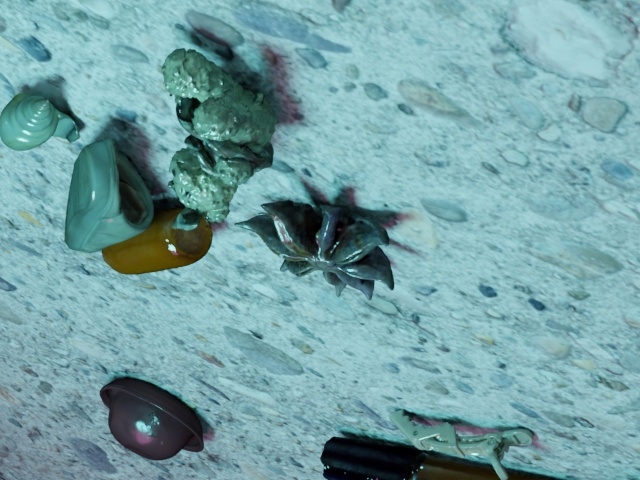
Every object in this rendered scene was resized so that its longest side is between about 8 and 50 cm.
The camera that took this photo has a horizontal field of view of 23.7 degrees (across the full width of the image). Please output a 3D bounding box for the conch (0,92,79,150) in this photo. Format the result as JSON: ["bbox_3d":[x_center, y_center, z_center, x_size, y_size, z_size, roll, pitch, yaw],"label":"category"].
[{"bbox_3d":[-0.324,-0.138,1.743,0.180,0.088,0.065,-22,82,66],"label":"conch"}]

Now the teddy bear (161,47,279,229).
[{"bbox_3d":[-0.099,-0.102,1.532,0.213,0.111,0.133,102,146,-54],"label":"teddy bear"}]

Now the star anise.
[{"bbox_3d":[0.000,0.000,1.664,0.181,0.061,0.204,25,158,-7],"label":"star anise"}]

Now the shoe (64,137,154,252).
[{"bbox_3d":[-0.245,-0.049,1.786,0.100,0.103,0.251,5,166,-12],"label":"shoe"}]

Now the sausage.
[{"bbox_3d":[-0.201,0.003,1.850,0.076,0.076,0.197,40,152,-24],"label":"sausage"}]

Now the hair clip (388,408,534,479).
[{"bbox_3d":[0.169,0.265,1.982,0.226,0.072,0.034,5,143,41],"label":"hair clip"}]

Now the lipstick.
[{"bbox_3d":[0.182,0.337,2.097,0.418,0.077,0.077,7,147,35],"label":"lipstick"}]

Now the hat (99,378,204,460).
[{"bbox_3d":[-0.282,0.303,2.472,0.205,0.089,0.205,23,155,11],"label":"hat"}]
